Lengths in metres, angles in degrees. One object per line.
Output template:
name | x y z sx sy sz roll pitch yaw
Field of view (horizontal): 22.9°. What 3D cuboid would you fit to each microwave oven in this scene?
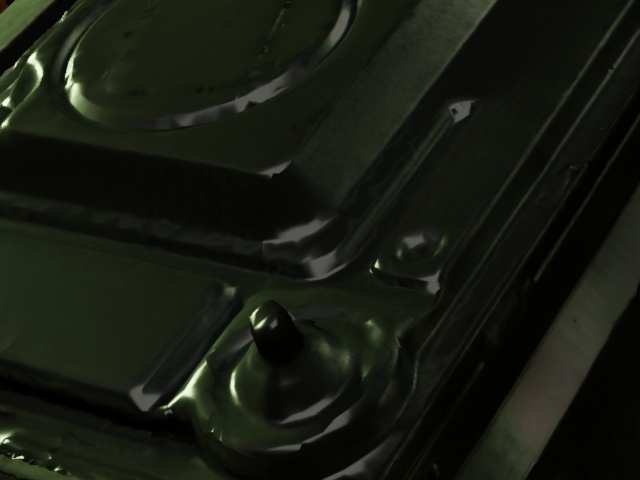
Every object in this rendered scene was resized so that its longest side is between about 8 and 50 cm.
microwave oven | 0.000 0.000 0.621 0.333 0.247 0.394 9 47 34

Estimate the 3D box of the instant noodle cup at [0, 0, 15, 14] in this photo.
instant noodle cup | -0.195 -0.169 0.959 0.215 0.216 0.172 21 45 41
